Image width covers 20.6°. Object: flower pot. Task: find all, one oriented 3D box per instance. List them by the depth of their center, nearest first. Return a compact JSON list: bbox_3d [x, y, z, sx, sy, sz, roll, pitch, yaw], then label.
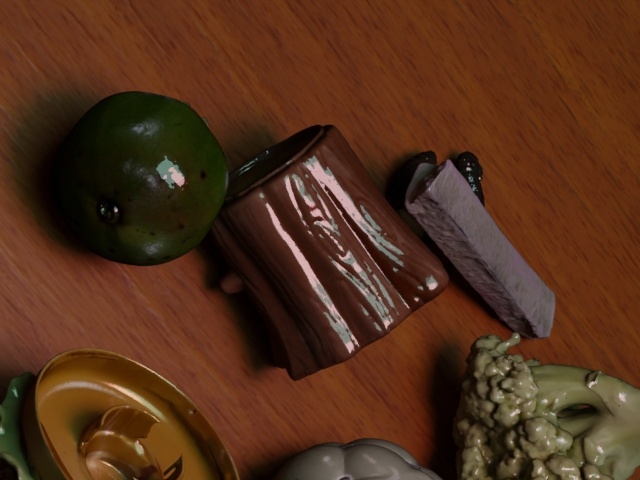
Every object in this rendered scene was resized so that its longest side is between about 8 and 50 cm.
[{"bbox_3d":[0.038,0.335,1.926,0.246,0.195,0.246,8,77,-36],"label":"flower pot"}]

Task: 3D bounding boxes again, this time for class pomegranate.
[{"bbox_3d":[-0.179,-0.079,1.859,0.187,0.187,0.225,54,28,-17],"label":"pomegranate"}]

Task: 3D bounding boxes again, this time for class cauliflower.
[{"bbox_3d":[0.284,0.248,2.064,0.327,0.281,0.260,55,42,-5],"label":"cauliflower"}]

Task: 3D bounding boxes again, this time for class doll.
[{"bbox_3d":[0.144,-0.053,2.155,0.139,0.057,0.165,43,59,-23],"label":"doll"}]

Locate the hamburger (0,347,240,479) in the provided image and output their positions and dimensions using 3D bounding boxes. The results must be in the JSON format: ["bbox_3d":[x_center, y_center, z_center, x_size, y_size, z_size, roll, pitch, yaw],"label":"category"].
[{"bbox_3d":[-0.229,0.261,1.711,0.274,0.212,0.274,31,31,-21],"label":"hamburger"}]

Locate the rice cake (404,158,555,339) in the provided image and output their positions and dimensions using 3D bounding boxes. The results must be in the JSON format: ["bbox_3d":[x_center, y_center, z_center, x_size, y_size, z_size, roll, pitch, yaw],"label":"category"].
[{"bbox_3d":[0.195,0.017,2.115,0.365,0.056,0.073,45,55,-46],"label":"rice cake"}]

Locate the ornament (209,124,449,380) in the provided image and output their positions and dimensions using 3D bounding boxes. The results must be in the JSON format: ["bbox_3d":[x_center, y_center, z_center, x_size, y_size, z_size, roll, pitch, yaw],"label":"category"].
[{"bbox_3d":[0.000,0.000,1.959,0.218,0.235,0.221,57,31,-12],"label":"ornament"}]
